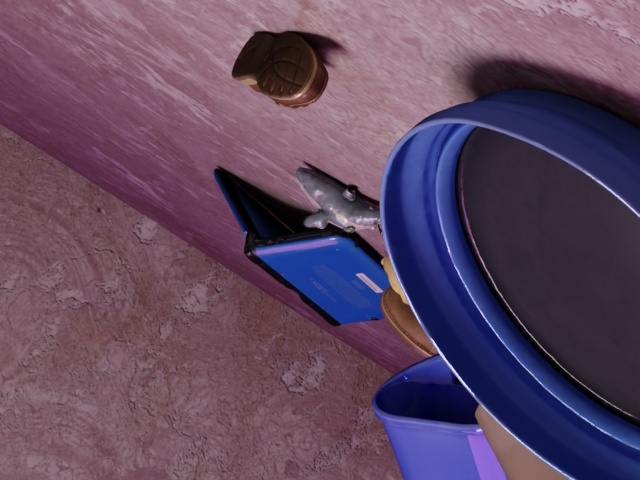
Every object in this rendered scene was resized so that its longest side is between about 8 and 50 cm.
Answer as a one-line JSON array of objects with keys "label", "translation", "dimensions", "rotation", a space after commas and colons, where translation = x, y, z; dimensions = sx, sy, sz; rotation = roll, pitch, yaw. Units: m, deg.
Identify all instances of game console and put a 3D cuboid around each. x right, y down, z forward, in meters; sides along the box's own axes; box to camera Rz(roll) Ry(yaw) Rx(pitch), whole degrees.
[{"label": "game console", "translation": [0.000, 0.000, 2.556], "dimensions": [0.250, 0.173, 0.293], "rotation": [-9, 152, 27]}]

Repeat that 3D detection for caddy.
[{"label": "caddy", "translation": [0.229, 0.223, 2.195], "dimensions": [0.341, 0.241, 0.179], "rotation": [1, 114, 49]}]

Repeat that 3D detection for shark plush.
[{"label": "shark plush", "translation": [0.035, -0.041, 2.073], "dimensions": [0.161, 0.073, 0.067], "rotation": [31, 144, 38]}]

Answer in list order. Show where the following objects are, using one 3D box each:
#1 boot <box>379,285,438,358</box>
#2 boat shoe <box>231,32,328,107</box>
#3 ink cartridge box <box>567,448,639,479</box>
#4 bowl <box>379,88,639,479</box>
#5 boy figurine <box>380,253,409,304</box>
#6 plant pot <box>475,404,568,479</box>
[{"label": "boot", "translation": [0.222, 0.133, 2.395], "dimensions": [0.305, 0.112, 0.115], "rotation": [34, 143, 20]}, {"label": "boat shoe", "translation": [-0.027, -0.156, 1.559], "dimensions": [0.060, 0.064, 0.178], "rotation": [29, 180, -24]}, {"label": "ink cartridge box", "translation": [0.371, 0.211, 1.544], "dimensions": [0.198, 0.270, 0.197], "rotation": [31, 172, 0]}, {"label": "bowl", "translation": [0.212, 0.049, 1.328], "dimensions": [0.391, 0.077, 0.391], "rotation": [38, 151, 26]}, {"label": "boy figurine", "translation": [0.153, 0.057, 2.091], "dimensions": [0.177, 0.092, 0.285], "rotation": [30, 171, 15]}, {"label": "plant pot", "translation": [0.335, 0.236, 1.866], "dimensions": [0.280, 0.323, 0.323], "rotation": [46, 176, 15]}]
